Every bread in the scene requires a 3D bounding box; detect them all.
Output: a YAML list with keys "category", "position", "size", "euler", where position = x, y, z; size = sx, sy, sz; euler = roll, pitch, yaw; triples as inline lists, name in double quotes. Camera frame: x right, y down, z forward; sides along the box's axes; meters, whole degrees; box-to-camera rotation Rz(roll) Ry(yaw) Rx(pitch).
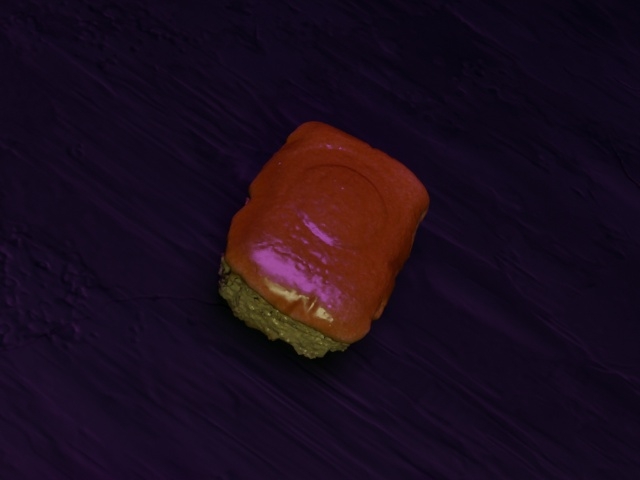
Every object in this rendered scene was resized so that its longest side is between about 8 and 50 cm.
- category: "bread"
  position: [0.000, 0.000, 1.645]
  size: [0.174, 0.121, 0.245]
  euler: [28, 45, 3]
